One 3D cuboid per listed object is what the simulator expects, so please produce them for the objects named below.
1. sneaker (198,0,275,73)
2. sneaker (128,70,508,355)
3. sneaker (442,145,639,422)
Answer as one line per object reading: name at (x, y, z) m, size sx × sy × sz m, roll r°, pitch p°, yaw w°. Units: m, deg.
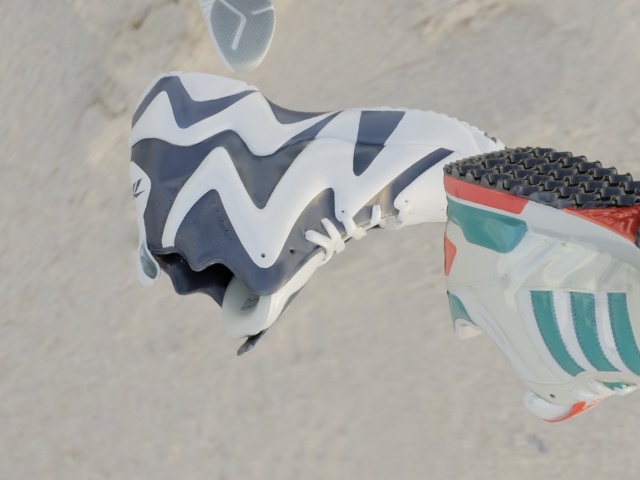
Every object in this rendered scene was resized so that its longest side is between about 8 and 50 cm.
sneaker at (-0.070, -0.186, 1.473) m, size 0.053 × 0.061 × 0.152 m, roll -2°, pitch 52°, yaw -13°
sneaker at (0.000, 0.000, 1.054) m, size 0.235 × 0.094 × 0.153 m, roll 13°, pitch 70°, yaw -14°
sneaker at (0.098, 0.027, 0.566) m, size 0.057 × 0.161 × 0.075 m, roll -15°, pitch 119°, yaw -39°
